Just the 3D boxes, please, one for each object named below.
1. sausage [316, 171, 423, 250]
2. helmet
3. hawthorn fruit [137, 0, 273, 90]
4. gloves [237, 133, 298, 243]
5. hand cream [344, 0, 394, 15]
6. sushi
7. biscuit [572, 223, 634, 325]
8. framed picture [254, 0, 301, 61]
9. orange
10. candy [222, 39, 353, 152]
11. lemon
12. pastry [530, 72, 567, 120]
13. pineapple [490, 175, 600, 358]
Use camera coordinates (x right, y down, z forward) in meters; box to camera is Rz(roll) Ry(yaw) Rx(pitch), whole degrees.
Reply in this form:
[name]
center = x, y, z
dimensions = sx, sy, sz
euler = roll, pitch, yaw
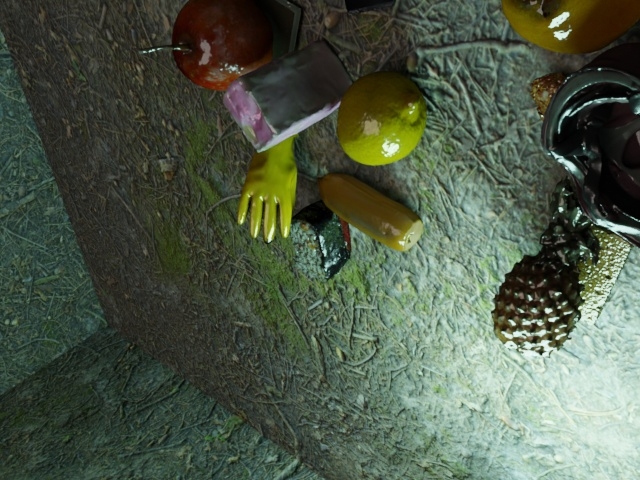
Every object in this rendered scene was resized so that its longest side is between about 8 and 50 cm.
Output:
[sausage]
center = 0.098, -0.084, 1.581
dimensions = 0.328, 0.112, 0.112
euler = 33, 139, 29
[helmet]
center = 0.511, -0.151, 0.983
dimensions = 0.338, 0.197, 0.271
euler = 46, 152, 0
[hawthorn fruit]
center = -0.225, -0.448, 1.514
dimensions = 0.234, 0.263, 0.231
euler = -5, 141, 21
[gloves]
center = -0.130, -0.139, 1.646
dimensions = 0.132, 0.116, 0.295
euler = 6, 88, 4
[hand cream]
center = 0.058, -0.577, 1.269
dimensions = 0.120, 0.061, 0.271
euler = 4, 129, 41
[sushi]
center = 0.000, 0.000, 1.737
dimensions = 0.136, 0.126, 0.225
euler = 27, 138, 31
[biscuit]
center = 0.518, 0.057, 1.288
dimensions = 0.131, 0.025, 0.231
euler = 33, 139, 27
[framed picture]
center = -0.148, -0.484, 1.595
dimensions = 0.231, 0.018, 0.293
euler = 39, 142, 20
[orange]
center = 0.374, -0.391, 0.950
dimensions = 0.249, 0.183, 0.249
euler = 30, 139, 31
[candy]
center = -0.068, -0.318, 1.435
dimensions = 0.156, 0.265, 0.115
euler = 58, 147, -5
[lemon]
center = 0.122, -0.249, 1.348
dimensions = 0.244, 0.186, 0.187
euler = -23, 101, 53
[pastry]
center = 0.433, -0.219, 1.130
dimensions = 0.169, 0.063, 0.087
euler = 55, 165, -8
[pineapple]
center = 0.433, 0.054, 1.242
dimensions = 0.175, 0.175, 0.362
euler = 26, 127, 32
